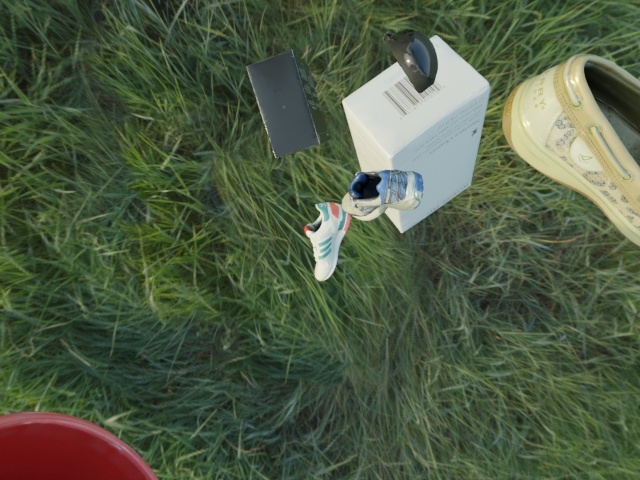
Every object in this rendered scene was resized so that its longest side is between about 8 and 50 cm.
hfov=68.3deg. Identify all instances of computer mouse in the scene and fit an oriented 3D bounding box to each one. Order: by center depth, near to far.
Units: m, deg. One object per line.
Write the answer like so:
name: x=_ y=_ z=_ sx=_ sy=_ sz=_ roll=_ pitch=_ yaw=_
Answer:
computer mouse: x=0.113 y=-0.237 z=0.592 sx=0.041 sy=0.242 sz=0.071 roll=-34 pitch=111 yaw=18

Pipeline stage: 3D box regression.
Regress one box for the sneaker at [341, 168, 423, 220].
sneaker: x=0.053 y=-0.056 z=0.525 sx=0.057 sy=0.135 sz=0.052 roll=10 pitch=79 yaw=-25

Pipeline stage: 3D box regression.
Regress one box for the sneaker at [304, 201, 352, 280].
sneaker: x=0.000 y=0.000 z=0.875 sx=0.075 sy=0.057 sz=0.162 roll=9 pitch=117 yaw=-19

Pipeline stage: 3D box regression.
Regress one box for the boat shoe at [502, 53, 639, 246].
boat shoe: x=0.298 y=-0.061 z=0.412 sx=0.284 sy=0.089 sz=0.105 roll=24 pitch=78 yaw=-10

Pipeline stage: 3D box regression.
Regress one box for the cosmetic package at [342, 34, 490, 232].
cosmetic package: x=0.197 y=-0.188 z=0.967 sx=0.217 sy=0.385 sz=0.156 roll=-36 pitch=66 yaw=1

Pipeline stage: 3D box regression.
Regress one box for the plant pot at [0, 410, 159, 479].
plant pot: x=-0.281 y=0.324 z=0.374 sx=0.243 sy=0.275 sz=0.275 roll=-38 pitch=101 yaw=9

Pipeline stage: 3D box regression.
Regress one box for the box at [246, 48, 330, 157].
box: x=-0.058 y=-0.286 z=1.017 sx=0.103 sy=0.261 sz=0.185 roll=-18 pitch=101 yaw=10
